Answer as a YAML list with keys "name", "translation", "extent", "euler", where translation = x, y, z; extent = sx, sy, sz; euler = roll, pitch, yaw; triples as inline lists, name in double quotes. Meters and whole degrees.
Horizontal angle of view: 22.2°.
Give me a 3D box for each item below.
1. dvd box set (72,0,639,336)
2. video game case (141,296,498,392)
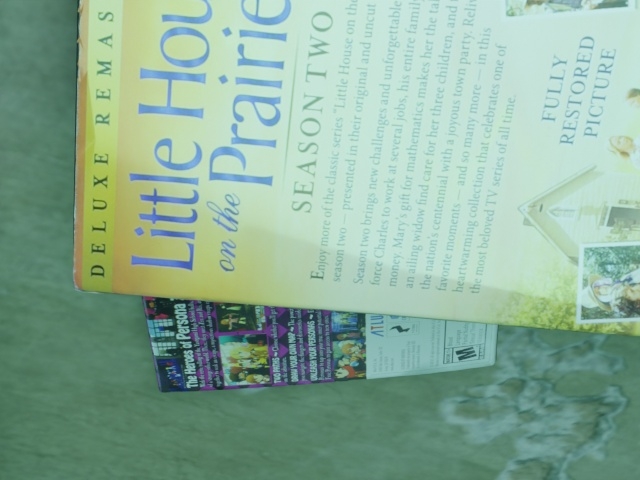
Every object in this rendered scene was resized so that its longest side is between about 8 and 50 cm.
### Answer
- name: "dvd box set"
  translation: [0.107, -0.098, 0.700]
  extent: [0.420, 0.062, 0.308]
  euler: [4, 122, -3]
- name: "video game case"
  translation: [0.000, 0.000, 0.919]
  extent: [0.210, 0.042, 0.232]
  euler: [-5, 140, -1]
